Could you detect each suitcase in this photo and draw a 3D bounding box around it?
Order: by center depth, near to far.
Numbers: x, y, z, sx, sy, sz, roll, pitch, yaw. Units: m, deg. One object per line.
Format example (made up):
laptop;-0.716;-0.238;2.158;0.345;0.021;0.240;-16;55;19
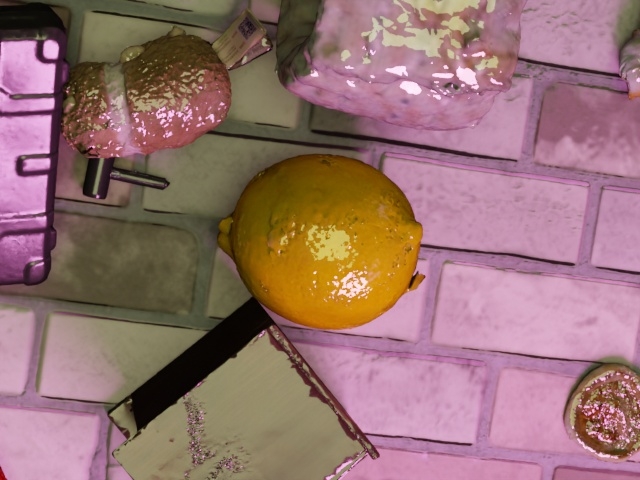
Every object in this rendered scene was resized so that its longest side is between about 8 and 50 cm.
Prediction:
suitcase;-0.340;-0.079;1.521;0.206;0.066;0.286;-5;126;-22

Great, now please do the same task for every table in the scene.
table;-0.079;0.190;1.615;0.193;0.169;0.172;-38;101;-3

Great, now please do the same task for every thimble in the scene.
thimble;0.074;-0.243;1.525;0.195;0.291;0.292;9;96;-8

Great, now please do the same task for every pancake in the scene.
pancake;0.310;0.183;1.753;0.108;0.017;0.108;-1;99;-5

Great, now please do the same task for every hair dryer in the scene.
hair dryer;-0.191;-0.060;1.643;0.083;0.026;0.047;10;98;-17

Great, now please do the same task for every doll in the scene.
doll;-0.147;-0.143;1.598;0.221;0.105;0.115;-23;58;-13

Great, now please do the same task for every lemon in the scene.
lemon;0.000;0.000;1.604;0.206;0.173;0.174;4;97;4

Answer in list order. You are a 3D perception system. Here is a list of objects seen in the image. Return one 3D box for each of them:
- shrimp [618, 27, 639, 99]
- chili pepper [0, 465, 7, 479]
shrimp;0.304;-0.239;1.684;0.166;0.049;0.161;26;90;-10
chili pepper;-0.392;0.202;1.605;0.144;0.136;0.253;-36;111;-30
